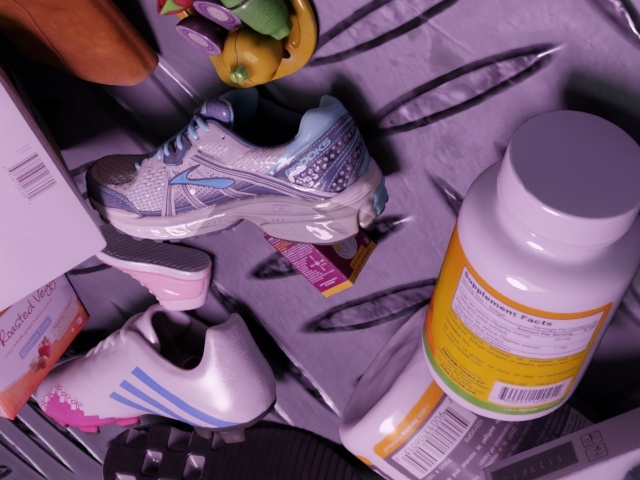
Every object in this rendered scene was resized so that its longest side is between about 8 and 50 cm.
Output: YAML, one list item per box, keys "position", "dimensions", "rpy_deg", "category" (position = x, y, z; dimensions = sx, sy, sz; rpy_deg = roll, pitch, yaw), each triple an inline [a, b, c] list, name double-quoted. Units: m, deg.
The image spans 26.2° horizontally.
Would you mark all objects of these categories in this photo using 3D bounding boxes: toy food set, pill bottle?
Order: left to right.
- position: [-0.099, -0.193, 1.045]
  dimensions: [0.128, 0.071, 0.218]
  rpy_deg: [-13, 124, 45]
  category: "toy food set"
- position: [0.168, 0.192, 1.217]
  dimensions: [0.278, 0.162, 0.162]
  rpy_deg: [37, 144, -7]
  category: "pill bottle"
- position: [0.163, 0.020, 1.040]
  dimensions: [0.136, 0.136, 0.246]
  rpy_deg: [25, 143, 11]
  category: "pill bottle"

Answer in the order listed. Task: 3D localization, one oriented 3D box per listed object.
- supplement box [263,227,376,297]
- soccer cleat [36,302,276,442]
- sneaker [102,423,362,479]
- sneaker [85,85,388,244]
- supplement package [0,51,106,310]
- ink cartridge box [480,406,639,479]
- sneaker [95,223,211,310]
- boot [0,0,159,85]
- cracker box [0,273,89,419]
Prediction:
- position: [0.000, 0.000, 1.211]
  dimensions: [0.083, 0.055, 0.043]
  rpy_deg: [44, 142, -16]
  category: "supplement box"
- position: [-0.188, 0.128, 1.477]
  dimensions: [0.331, 0.116, 0.143]
  rpy_deg: [-2, 116, 36]
  category: "soccer cleat"
- position: [-0.076, 0.287, 1.575]
  dimensions: [0.330, 0.122, 0.146]
  rpy_deg: [7, 155, 30]
  category: "sneaker"
- position: [-0.082, -0.076, 1.162]
  dimensions: [0.283, 0.110, 0.122]
  rpy_deg: [0, 124, 27]
  category: "sneaker"
- position: [-0.315, -0.073, 1.209]
  dimensions: [0.194, 0.149, 0.203]
  rpy_deg: [63, 174, -36]
  category: "supplement package"
- position: [0.299, 0.239, 1.113]
  dimensions: [0.275, 0.060, 0.239]
  rpy_deg: [-23, 113, 10]
  category: "ink cartridge box"
- position: [-0.171, 0.032, 1.381]
  dimensions: [0.134, 0.051, 0.070]
  rpy_deg: [16, 136, 15]
  category: "sneaker"
- position: [-0.284, -0.238, 1.101]
  dimensions: [0.264, 0.096, 0.280]
  rpy_deg: [12, 163, 18]
  category: "boot"
- position: [-0.351, 0.054, 1.455]
  dimensions: [0.067, 0.156, 0.232]
  rpy_deg: [7, 138, 31]
  category: "cracker box"
